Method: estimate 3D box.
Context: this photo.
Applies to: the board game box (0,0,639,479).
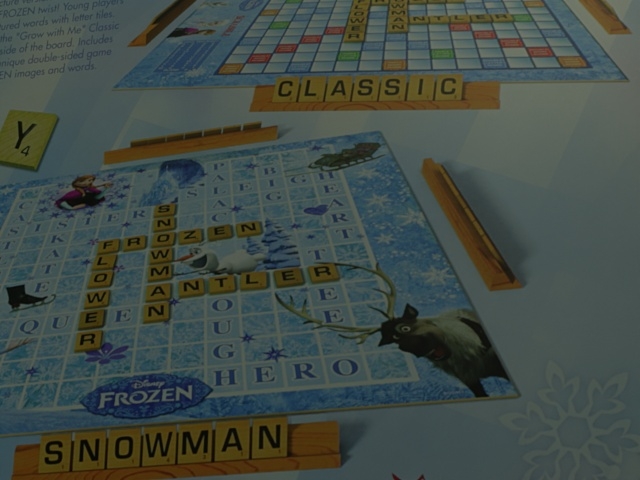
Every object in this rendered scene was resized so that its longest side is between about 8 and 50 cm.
[{"bbox_3d":[-0.026,-0.012,0.654,0.319,0.318,0.066,-3,-21,21],"label":"board game box"}]
